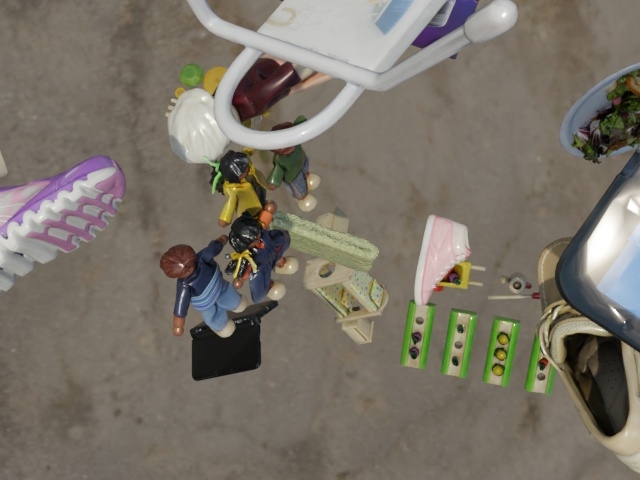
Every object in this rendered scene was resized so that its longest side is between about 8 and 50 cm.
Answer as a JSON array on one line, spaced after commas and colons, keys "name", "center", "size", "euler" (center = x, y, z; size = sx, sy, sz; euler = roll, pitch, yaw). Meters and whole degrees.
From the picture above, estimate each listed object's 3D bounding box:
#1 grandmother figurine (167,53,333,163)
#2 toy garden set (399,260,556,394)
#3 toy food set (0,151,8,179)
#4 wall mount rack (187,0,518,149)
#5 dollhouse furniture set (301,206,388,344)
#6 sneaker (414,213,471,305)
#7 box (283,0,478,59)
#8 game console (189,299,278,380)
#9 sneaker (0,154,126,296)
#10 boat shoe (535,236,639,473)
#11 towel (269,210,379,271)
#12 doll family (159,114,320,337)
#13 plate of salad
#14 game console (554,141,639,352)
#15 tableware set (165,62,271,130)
[{"name": "grandmother figurine", "center": [-0.068, -0.209, 1.348], "size": [0.342, 0.208, 0.104], "euler": [-42, 102, -35]}, {"name": "toy garden set", "center": [0.256, 0.127, 1.583], "size": [0.049, 0.244, 0.204], "euler": [-52, 150, -72]}, {"name": "toy food set", "center": [-0.612, -0.196, 1.485], "size": [0.219, 0.092, 0.306], "euler": [-21, 81, -14]}, {"name": "wall mount rack", "center": [0.066, -0.209, 0.692], "size": [0.350, 0.304, 0.130], "euler": [-52, 142, -18]}, {"name": "dollhouse furniture set", "center": [0.071, 0.056, 1.726], "size": [0.182, 0.101, 0.161], "euler": [47, 42, -39]}, {"name": "sneaker", "center": [0.177, 0.034, 1.460], "size": [0.051, 0.070, 0.134], "euler": [-7, 109, -77]}, {"name": "box", "center": [0.055, -0.323, 1.088], "size": [0.261, 0.184, 0.103], "euler": [19, 59, 2]}, {"name": "game console", "center": [-0.123, 0.143, 1.473], "size": [0.107, 0.122, 0.071], "euler": [-33, 106, -60]}, {"name": "sneaker", "center": [-0.298, -0.019, 0.962], "size": [0.105, 0.236, 0.095], "euler": [56, 1, 21]}, {"name": "boat shoe", "center": [0.265, 0.090, 0.982], "size": [0.098, 0.109, 0.302], "euler": [27, 31, -27]}, {"name": "towel", "center": [0.000, 0.000, 1.274], "size": [0.148, 0.110, 0.027], "euler": [20, 79, 1]}, {"name": "doll family", "center": [-0.060, -0.012, 0.782], "size": [0.111, 0.076, 0.193], "euler": [65, 35, -63]}, {"name": "plate of salad", "center": [0.410, -0.162, 1.326], "size": [0.199, 0.200, 0.048], "euler": [12, 48, -41]}, {"name": "game console", "center": [0.333, 0.006, 0.598], "size": [0.293, 0.250, 0.173], "euler": [33, 68, 4]}, {"name": "tableware set", "center": [-0.150, -0.208, 1.530], "size": [0.024, 0.154, 0.104], "euler": [52, 56, -76]}]
